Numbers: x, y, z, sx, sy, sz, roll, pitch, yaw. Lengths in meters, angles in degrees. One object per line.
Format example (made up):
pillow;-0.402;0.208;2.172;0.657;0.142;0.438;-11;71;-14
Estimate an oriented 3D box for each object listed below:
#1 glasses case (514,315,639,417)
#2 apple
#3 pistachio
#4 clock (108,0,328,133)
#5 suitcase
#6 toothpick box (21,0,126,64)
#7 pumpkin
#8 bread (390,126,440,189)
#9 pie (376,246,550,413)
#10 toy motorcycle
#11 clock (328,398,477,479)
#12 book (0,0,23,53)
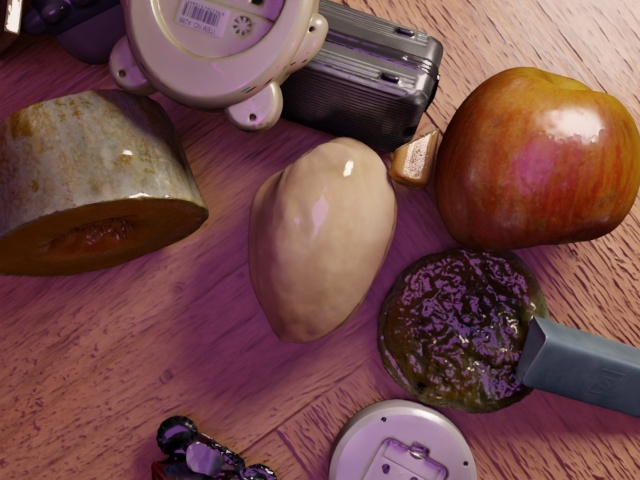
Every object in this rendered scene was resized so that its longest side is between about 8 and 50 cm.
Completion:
glasses case;0.432;0.201;1.231;0.266;0.056;0.105;17;89;-16
apple;0.306;-0.122;1.167;0.301;0.301;0.301;0;89;2
pistachio;0.000;0.000;1.221;0.214;0.193;0.318;11;97;11
clock;-0.126;-0.315;1.065;0.284;0.114;0.309;19;95;2
suitcase;0.019;-0.251;1.218;0.312;0.202;0.128;18;70;1
toothpick box;-0.300;-0.392;1.219;0.316;0.229;0.229;-26;88;2
pumpkin;-0.342;-0.082;1.184;0.332;0.332;0.199;-18;75;1
bread;0.137;-0.127;1.197;0.062;0.049;0.103;15;76;-12
pie;0.225;0.135;1.268;0.277;0.078;0.277;0;87;2
toy motorcycle;-0.176;0.371;1.274;0.213;0.082;0.122;30;89;3
clock;0.127;0.367;1.267;0.230;0.083;0.230;0;88;0
book;-0.485;-0.368;1.235;0.026;0.231;0.161;5;88;-31
